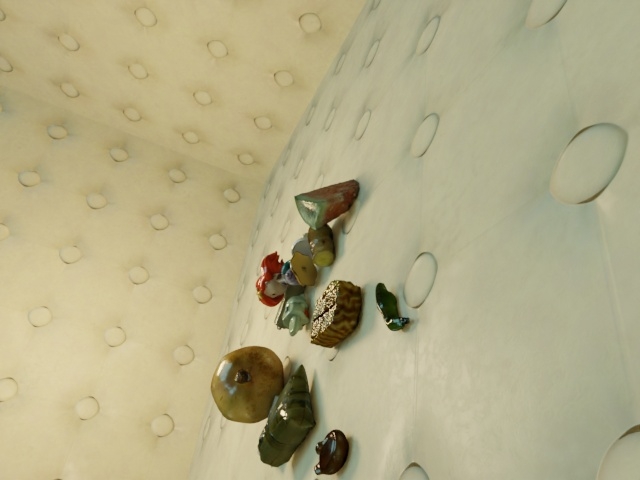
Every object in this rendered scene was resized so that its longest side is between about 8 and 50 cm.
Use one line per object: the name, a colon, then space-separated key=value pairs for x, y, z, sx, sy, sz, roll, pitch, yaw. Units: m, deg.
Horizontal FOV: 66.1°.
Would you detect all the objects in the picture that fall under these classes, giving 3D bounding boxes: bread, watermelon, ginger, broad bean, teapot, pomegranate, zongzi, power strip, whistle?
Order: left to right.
pomegranate: x=-0.281 y=0.556 z=1.922 sx=0.319 sy=0.319 sz=0.319 roll=-160 pitch=90 yaw=-74
zongzi: x=-0.117 y=0.581 z=1.637 sx=0.251 sy=0.125 sz=0.274 roll=-57 pitch=17 yaw=20
power strip: x=-0.127 y=0.259 z=2.143 sx=0.052 sy=0.078 sz=0.272 roll=-170 pitch=99 yaw=-75
whistle: x=-0.096 y=0.294 z=1.953 sx=0.253 sy=0.106 sz=0.102 roll=-87 pitch=6 yaw=-66
ginger: x=0.000 y=0.000 z=1.970 sx=0.116 sy=0.109 sz=0.263 roll=-59 pitch=20 yaw=29
teapot: x=0.021 y=0.554 z=1.282 sx=0.098 sy=0.078 sz=0.129 roll=-113 pitch=45 yaw=-68
watermelon: x=0.049 y=-0.159 z=1.940 sx=0.193 sy=0.256 sz=0.140 roll=38 pitch=152 yaw=54
bread: x=0.046 y=0.234 z=1.555 sx=0.222 sy=0.096 sz=0.181 roll=127 pitch=157 yaw=-52
broad bean: x=0.178 y=0.178 z=1.267 sx=0.061 sy=0.046 sz=0.195 roll=-55 pitch=24 yaw=12

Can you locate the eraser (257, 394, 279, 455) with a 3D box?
eraser: x=-0.156 y=0.673 z=1.762 sx=0.124 sy=0.068 sz=0.210 roll=154 pitch=135 yaw=-69

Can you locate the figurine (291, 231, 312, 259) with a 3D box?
figurine: x=-0.052 y=0.020 z=2.151 sx=0.154 sy=0.132 sz=0.132 roll=-74 pitch=10 yaw=-66

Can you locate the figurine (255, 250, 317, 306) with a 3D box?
figurine: x=-0.162 y=0.147 z=2.053 sx=0.257 sy=0.208 sz=0.181 roll=-24 pitch=14 yaw=29
